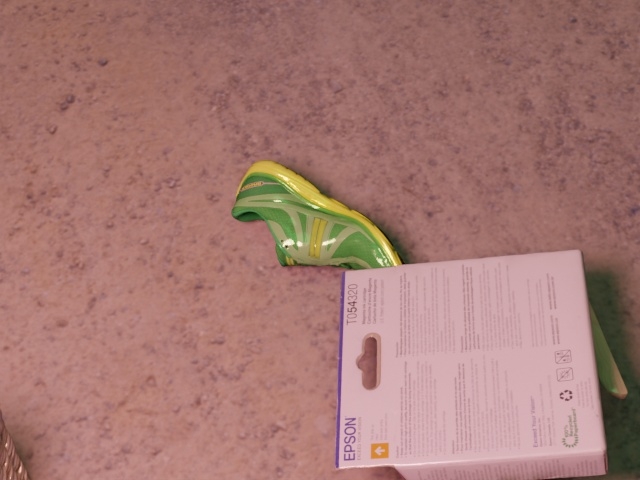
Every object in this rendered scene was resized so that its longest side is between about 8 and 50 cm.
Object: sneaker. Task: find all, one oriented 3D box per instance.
[{"bbox_3d":[0.000,0.000,1.968,0.295,0.109,0.123,32,83,20],"label":"sneaker"}]

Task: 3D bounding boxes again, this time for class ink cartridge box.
[{"bbox_3d":[0.188,0.163,1.762,0.330,0.071,0.324,-6,48,10],"label":"ink cartridge box"}]

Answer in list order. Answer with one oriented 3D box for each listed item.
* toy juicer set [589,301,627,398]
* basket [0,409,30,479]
[{"bbox_3d":[0.255,0.137,1.876,0.329,0.089,0.209,1,49,14],"label":"toy juicer set"},{"bbox_3d":[-0.540,0.374,1.645,0.328,0.266,0.331,0,59,2],"label":"basket"}]
